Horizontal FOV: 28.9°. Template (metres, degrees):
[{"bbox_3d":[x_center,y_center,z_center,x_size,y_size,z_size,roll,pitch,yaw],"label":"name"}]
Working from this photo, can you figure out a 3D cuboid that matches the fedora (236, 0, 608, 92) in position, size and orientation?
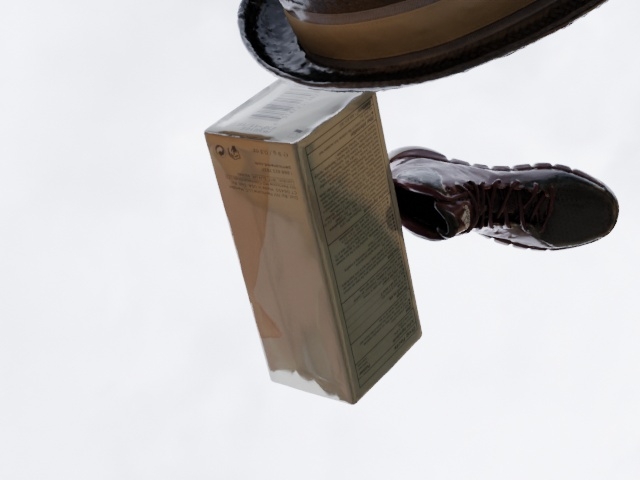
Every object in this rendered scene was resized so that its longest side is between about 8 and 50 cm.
[{"bbox_3d":[0.073,-0.238,0.724,0.334,0.334,0.152,-41,-53,-8],"label":"fedora"}]

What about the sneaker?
[{"bbox_3d":[0.189,-0.027,1.376,0.281,0.162,0.106,8,-72,9],"label":"sneaker"}]

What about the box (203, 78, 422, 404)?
[{"bbox_3d":[0.000,0.000,1.290,0.148,0.121,0.311,-40,-51,-41],"label":"box"}]
